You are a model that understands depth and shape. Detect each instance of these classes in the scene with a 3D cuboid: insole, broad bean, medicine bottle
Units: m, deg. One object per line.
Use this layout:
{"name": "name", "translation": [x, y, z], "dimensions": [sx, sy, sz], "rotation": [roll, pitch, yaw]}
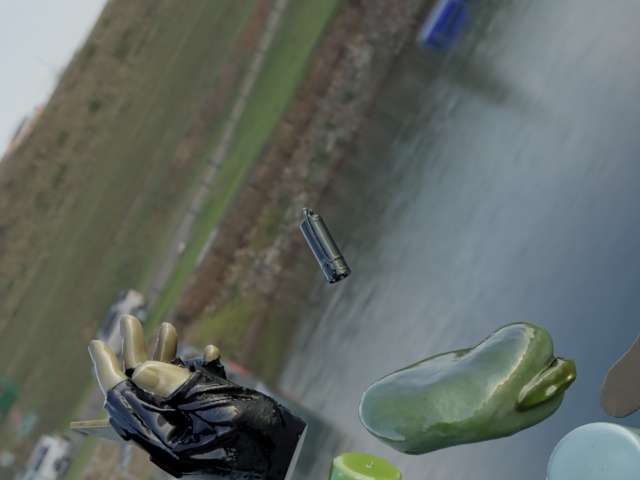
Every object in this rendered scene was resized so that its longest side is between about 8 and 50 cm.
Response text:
{"name": "insole", "translation": [0.339, 0.129, 1.484], "dimensions": [0.153, 0.053, 0.002], "rotation": [-54, -4, -30]}
{"name": "broad bean", "translation": [0.153, 0.160, 1.455], "dimensions": [0.228, 0.100, 0.169], "rotation": [-17, 11, 12]}
{"name": "medicine bottle", "translation": [0.128, 0.101, 0.586], "dimensions": [0.047, 0.047, 0.083], "rotation": [-61, -30, 6]}

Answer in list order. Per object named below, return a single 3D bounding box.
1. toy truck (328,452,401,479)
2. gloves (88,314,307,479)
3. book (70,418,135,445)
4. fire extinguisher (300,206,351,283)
{"name": "toy truck", "translation": [0.048, 0.285, 1.033], "dimensions": [0.210, 0.148, 0.187], "rotation": [44, 123, 38]}
{"name": "gloves", "translation": [-0.113, 0.145, 1.227], "dimensions": [0.164, 0.203, 0.124], "rotation": [95, -162, -75]}
{"name": "book", "translation": [-0.245, 0.261, 1.913], "dimensions": [0.172, 0.118, 0.012], "rotation": [-10, 64, 43]}
{"name": "fire extinguisher", "translation": [0.000, 0.000, 1.366], "dimensions": [0.025, 0.083, 0.038], "rotation": [-29, -16, 5]}
